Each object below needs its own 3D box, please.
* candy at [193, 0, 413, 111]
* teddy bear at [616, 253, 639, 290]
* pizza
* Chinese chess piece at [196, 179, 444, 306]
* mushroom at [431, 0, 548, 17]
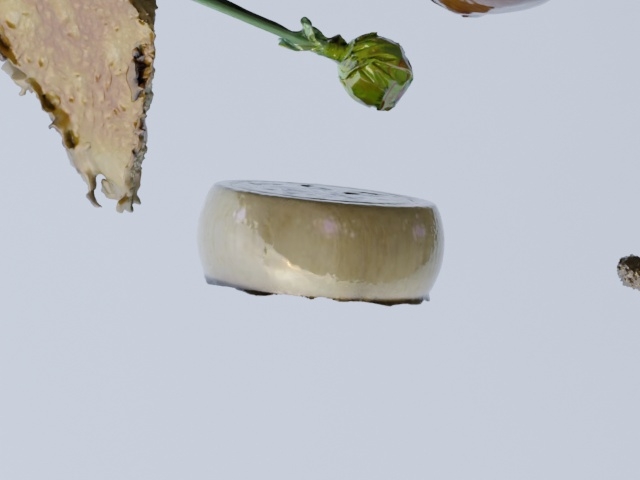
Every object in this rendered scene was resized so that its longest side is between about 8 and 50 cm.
[{"bbox_3d":[-0.021,-0.214,2.085,0.262,0.077,0.073,22,-134,-17],"label":"candy"},{"bbox_3d":[0.361,0.048,1.844,0.160,0.078,0.119,16,-145,39],"label":"teddy bear"},{"bbox_3d":[-0.207,-0.169,1.726,0.071,0.189,0.297,-27,-89,-54],"label":"pizza"},{"bbox_3d":[0.000,0.000,2.046,0.257,0.104,0.257,6,-174,-1],"label":"Chinese chess piece"},{"bbox_3d":[0.151,-0.304,1.599,0.254,0.267,0.267,42,-159,-46],"label":"mushroom"}]
